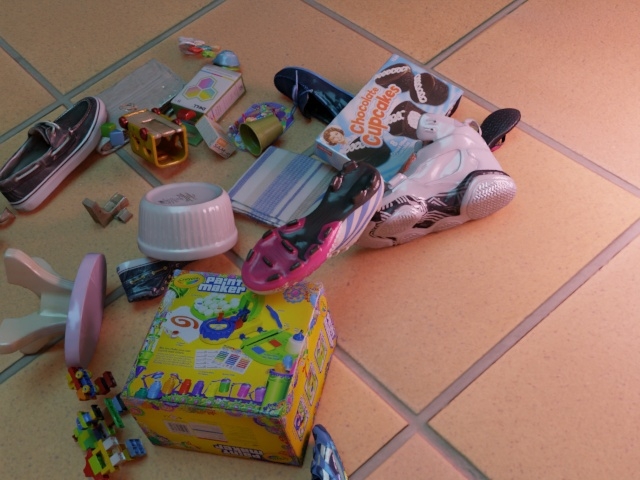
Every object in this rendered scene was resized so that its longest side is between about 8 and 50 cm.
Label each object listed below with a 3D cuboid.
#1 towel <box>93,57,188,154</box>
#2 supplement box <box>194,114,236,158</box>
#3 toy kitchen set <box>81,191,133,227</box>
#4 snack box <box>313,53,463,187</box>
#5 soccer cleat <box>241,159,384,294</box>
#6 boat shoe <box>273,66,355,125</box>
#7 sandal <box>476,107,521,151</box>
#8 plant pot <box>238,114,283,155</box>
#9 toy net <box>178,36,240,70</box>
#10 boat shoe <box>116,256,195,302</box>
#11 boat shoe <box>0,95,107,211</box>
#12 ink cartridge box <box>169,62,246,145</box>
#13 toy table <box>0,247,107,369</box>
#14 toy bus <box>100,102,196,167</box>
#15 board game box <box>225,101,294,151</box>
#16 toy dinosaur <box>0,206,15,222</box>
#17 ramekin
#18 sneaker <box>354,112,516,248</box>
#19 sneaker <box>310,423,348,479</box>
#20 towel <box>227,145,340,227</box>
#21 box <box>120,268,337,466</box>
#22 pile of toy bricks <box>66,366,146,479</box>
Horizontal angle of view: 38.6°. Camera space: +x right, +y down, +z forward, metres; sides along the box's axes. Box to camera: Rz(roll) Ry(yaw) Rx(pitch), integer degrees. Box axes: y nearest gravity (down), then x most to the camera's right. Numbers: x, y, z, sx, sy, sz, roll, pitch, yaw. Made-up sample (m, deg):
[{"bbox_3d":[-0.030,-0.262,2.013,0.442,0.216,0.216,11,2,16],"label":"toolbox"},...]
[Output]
[{"bbox_3d":[-0.470,-0.335,2.262,0.282,0.049,0.187,-36,51,-15],"label":"towel"},{"bbox_3d":[-0.243,-0.240,2.109,0.036,0.062,0.098,-45,48,11],"label":"supplement box"},{"bbox_3d":[-0.463,-0.078,2.021,0.068,0.075,0.083,26,65,30],"label":"toy kitchen set"},{"bbox_3d":[0.151,-0.257,1.996,0.187,0.060,0.322,32,61,14],"label":"snack box"},{"bbox_3d":[0.000,0.000,1.640,0.116,0.143,0.331,37,68,28],"label":"soccer cleat"},{"bbox_3d":[-0.018,-0.328,2.106,0.258,0.109,0.089,26,62,33],"label":"boat shoe"},{"bbox_3d":[0.363,-0.216,1.966,0.179,0.040,0.067,-47,48,-7],"label":"sandal"},{"bbox_3d":[-0.129,-0.246,2.073,0.079,0.083,0.083,-32,50,-26],"label":"plant pot"},{"bbox_3d":[-0.307,-0.476,2.322,0.122,0.045,0.232,-10,26,-40],"label":"toy net"},{"bbox_3d":[-0.321,0.070,1.877,0.183,0.065,0.083,-16,80,-21],"label":"boat shoe"},{"bbox_3d":[-0.622,-0.222,2.123,0.121,0.119,0.335,15,63,34],"label":"boat shoe"},{"bbox_3d":[-0.285,-0.330,2.201,0.109,0.062,0.209,21,59,28],"label":"ink cartridge box"},{"bbox_3d":[-0.516,0.127,1.764,0.160,0.252,0.274,4,26,-2],"label":"toy table"},{"bbox_3d":[-0.393,-0.236,2.114,0.191,0.104,0.202,2,28,7],"label":"toy bus"},{"bbox_3d":[-0.145,-0.278,2.142,0.133,0.033,0.169,22,59,29],"label":"board game box"},{"bbox_3d":[-0.834,-0.057,2.073,0.200,0.127,0.295,-43,66,-13],"label":"toy dinosaur"},{"bbox_3d":[-0.274,-0.045,1.868,0.207,0.109,0.207,-1,22,1],"label":"ramekin"},{"bbox_3d":[0.189,-0.122,1.828,0.365,0.137,0.210,-16,67,-6],"label":"sneaker"},{"bbox_3d":[0.005,0.374,1.536,0.059,0.053,0.144,-22,48,-2],"label":"sneaker"},{"bbox_3d":[-0.050,-0.098,1.966,0.285,0.034,0.209,21,56,26],"label":"towel"},{"bbox_3d":[-0.150,0.219,1.622,0.290,0.177,0.279,5,51,18],"label":"box"},{"bbox_3d":[-0.407,0.339,1.651,0.105,0.118,0.212,-40,64,16],"label":"pile of toy bricks"}]
